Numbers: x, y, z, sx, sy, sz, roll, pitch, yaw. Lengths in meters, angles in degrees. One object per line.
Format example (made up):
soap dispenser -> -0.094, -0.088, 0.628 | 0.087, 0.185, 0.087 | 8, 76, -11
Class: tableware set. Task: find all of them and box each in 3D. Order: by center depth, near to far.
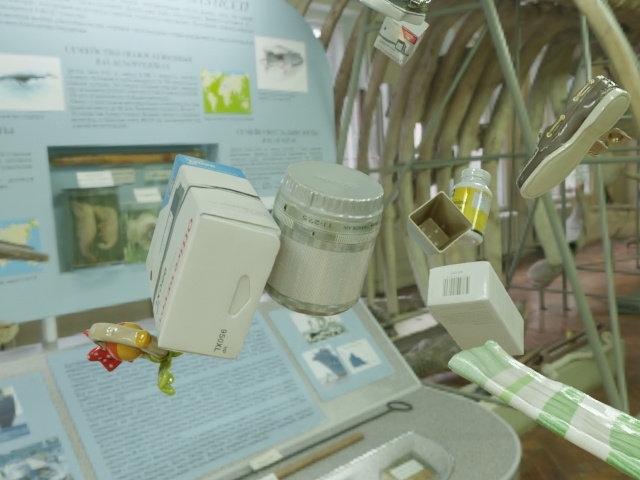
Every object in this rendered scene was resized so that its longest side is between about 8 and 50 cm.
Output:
tableware set -> 0.741, -0.286, 1.748 | 0.141, 0.020, 0.168 | 30, -26, -13

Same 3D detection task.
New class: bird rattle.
bird rattle -> -0.399, 0.212, 1.366 | 0.253, 0.143, 0.207 | 16, -22, 17

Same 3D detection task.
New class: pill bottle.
pill bottle -> 0.376, -0.085, 1.637 | 0.103, 0.184, 0.103 | 15, -17, 5

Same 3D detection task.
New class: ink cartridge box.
ink cartridge box -> -0.240, 0.019, 1.346 | 0.166, 0.286, 0.395 | 13, 17, -23
ink cartridge box -> 0.226, -0.578, 1.828 | 0.109, 0.063, 0.150 | 37, -19, 2

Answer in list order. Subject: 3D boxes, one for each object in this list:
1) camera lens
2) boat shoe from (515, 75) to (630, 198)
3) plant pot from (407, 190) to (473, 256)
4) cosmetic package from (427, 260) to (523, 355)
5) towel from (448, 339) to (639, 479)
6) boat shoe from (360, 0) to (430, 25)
camera lens -> 0.000, 0.000, 1.327 | 0.219, 0.274, 0.219 | 12, 25, -5
boat shoe -> 0.580, -0.242, 1.542 | 0.116, 0.324, 0.097 | 13, 34, -43
plant pot -> 0.261, -0.025, 1.473 | 0.109, 0.109, 0.096 | -36, -13, -20
cosmetic package -> 0.300, 0.138, 1.233 | 0.117, 0.086, 0.231 | -8, -37, 29
towel -> 0.341, 0.227, 0.843 | 0.324, 0.038, 0.248 | 29, 8, 24
boat shoe -> 0.148, -0.447, 1.189 | 0.080, 0.076, 0.228 | 35, 25, 22
